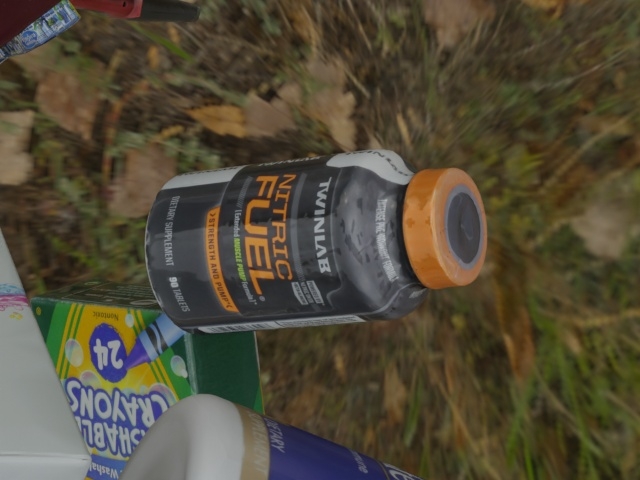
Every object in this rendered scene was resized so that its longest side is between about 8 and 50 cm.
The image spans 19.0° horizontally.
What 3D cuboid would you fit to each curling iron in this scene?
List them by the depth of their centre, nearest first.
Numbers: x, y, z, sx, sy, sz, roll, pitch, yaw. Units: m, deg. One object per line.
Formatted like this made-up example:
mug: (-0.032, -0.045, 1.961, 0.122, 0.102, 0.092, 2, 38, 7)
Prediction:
curling iron: (-0.170, -0.219, 1.692, 0.068, 0.274, 0.035, -46, 70, 13)

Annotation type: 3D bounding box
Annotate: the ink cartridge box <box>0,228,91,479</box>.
ink cartridge box: (-0.195, 0.079, 0.829, 0.127, 0.176, 0.128, 4, 125, -28)

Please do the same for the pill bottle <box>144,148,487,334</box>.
pill bottle: (0.000, 0.000, 1.446, 0.245, 0.130, 0.130, -6, 91, 30)

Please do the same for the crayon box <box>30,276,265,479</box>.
crayon box: (-0.136, 0.202, 1.643, 0.203, 0.083, 0.323, 3, 105, 43)

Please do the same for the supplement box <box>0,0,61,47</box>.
supplement box: (-0.078, -0.174, 0.656, 0.239, 0.130, 0.073, -40, 62, -18)

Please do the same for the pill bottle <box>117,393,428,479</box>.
pill bottle: (0.029, 0.185, 0.896, 0.264, 0.153, 0.153, 24, 92, -18)

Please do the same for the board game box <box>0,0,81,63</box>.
board game box: (-0.271, -0.218, 1.376, 0.060, 0.194, 0.194, -39, 105, -15)
